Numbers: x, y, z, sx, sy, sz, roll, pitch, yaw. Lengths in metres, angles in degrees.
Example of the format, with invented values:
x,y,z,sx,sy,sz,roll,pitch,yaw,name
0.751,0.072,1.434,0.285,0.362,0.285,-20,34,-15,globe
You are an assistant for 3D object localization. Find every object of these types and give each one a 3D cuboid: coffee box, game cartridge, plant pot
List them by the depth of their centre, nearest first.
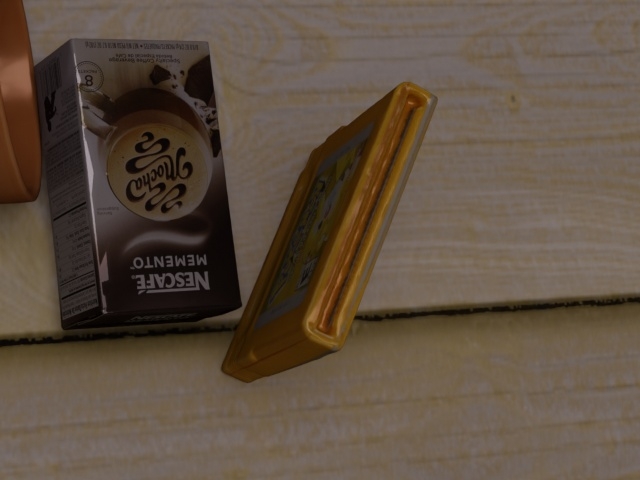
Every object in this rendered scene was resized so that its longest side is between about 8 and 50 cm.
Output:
x,y,z,sx,sy,sz,roll,pitch,yaw,name
-0.410,-0.170,1.788,0.203,0.291,0.291,-8,81,-1,plant pot
0.000,0.000,1.838,0.052,0.323,0.285,26,72,-14,game cartridge
-0.198,-0.059,1.882,0.168,0.119,0.297,-3,80,-31,coffee box
